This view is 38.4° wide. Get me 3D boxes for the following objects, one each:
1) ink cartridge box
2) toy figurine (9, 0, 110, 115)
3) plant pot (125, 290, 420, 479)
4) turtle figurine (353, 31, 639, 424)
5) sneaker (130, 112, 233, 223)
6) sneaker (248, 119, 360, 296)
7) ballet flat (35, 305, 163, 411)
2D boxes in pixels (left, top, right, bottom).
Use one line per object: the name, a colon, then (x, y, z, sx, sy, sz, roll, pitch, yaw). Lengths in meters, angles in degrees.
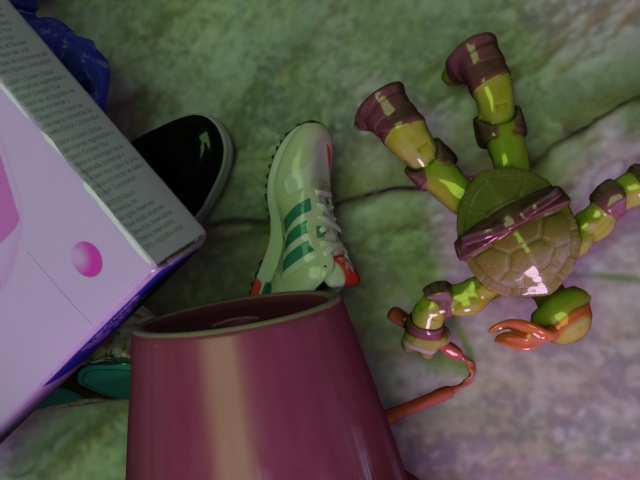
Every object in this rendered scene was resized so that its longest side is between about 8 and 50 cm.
ink cartridge box: (-0.284, -0.025, 0.606, 0.330, 0.071, 0.324, 49, 121, 1)
toy figurine: (-0.284, -0.119, 0.684, 0.362, 0.191, 0.217, -10, 85, 20)
plant pot: (-0.036, 0.130, 0.560, 0.201, 0.201, 0.180, -7, 94, 18)
turtle figurine: (0.107, -0.010, 0.594, 0.269, 0.087, 0.217, -33, 76, 15)
sneaker: (-0.166, -0.016, 0.669, 0.217, 0.121, 0.079, -38, 79, 14)
sneaker: (0.000, 0.000, 0.638, 0.075, 0.057, 0.161, 15, 96, 35)
ballet flat: (-0.169, 0.083, 0.689, 0.240, 0.091, 0.077, -6, 62, 15)
